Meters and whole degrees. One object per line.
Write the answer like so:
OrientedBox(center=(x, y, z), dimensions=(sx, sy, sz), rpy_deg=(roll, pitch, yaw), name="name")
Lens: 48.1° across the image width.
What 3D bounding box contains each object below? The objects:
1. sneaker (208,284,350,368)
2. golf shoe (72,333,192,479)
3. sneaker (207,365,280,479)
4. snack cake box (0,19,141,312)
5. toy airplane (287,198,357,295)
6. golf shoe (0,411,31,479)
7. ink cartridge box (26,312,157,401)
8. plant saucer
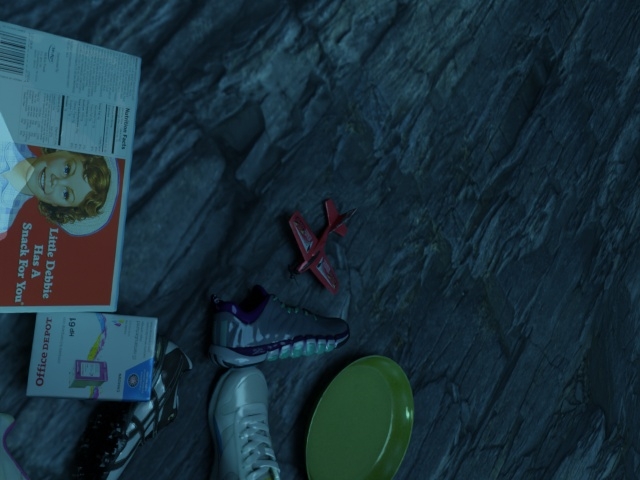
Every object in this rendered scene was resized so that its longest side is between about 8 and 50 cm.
OrientedBox(center=(-0.046, 0.105, 0.957), dimensions=(0.224, 0.083, 0.098), rpy_deg=(-5, 94, -43), name="sneaker")
OrientedBox(center=(-0.207, 0.207, 0.818), dimensions=(0.094, 0.077, 0.198), rpy_deg=(35, 73, -42), name="golf shoe")
OrientedBox(center=(-0.092, 0.273, 0.927), dimensions=(0.087, 0.092, 0.228), rpy_deg=(0, 95, -42), name="sneaker")
OrientedBox(center=(-0.275, -0.065, 0.704), dimensions=(0.152, 0.089, 0.264), rpy_deg=(5, 93, -46), name="snack cake box")
OrientedBox(center=(0.000, 0.000, 1.020), dimensions=(0.151, 0.028, 0.151), rpy_deg=(-9, 104, -44), name="toy airplane")
OrientedBox(center=(-0.298, 0.290, 0.651), dimensions=(0.140, 0.115, 0.306), rpy_deg=(-1, 65, -62), name="golf shoe")
OrientedBox(center=(-0.237, 0.121, 0.748), dimensions=(0.123, 0.052, 0.088), rpy_deg=(6, 76, -15), name="ink cartridge box")
OrientedBox(center=(0.055, 0.293, 1.111), dimensions=(0.241, 0.037, 0.240), rpy_deg=(-9, 102, -43), name="plant saucer")
